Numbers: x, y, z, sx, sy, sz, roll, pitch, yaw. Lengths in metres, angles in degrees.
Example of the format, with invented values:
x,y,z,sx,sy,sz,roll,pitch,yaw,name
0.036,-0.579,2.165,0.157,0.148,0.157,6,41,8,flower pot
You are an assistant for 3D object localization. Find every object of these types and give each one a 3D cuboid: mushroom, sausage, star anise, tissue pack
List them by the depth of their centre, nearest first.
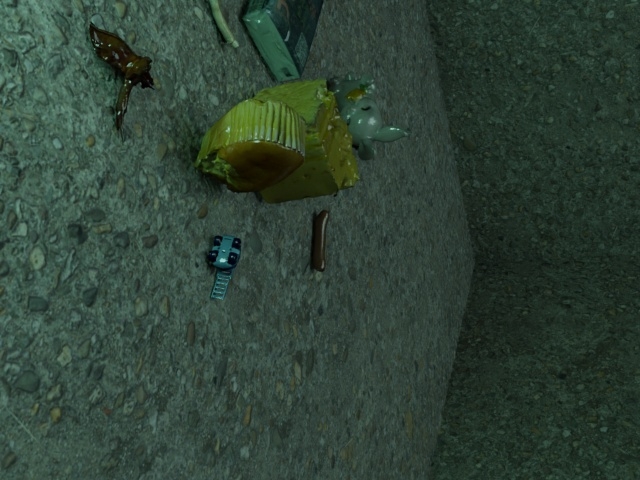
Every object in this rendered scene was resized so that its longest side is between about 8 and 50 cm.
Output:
x,y,z,sx,sy,sz,roll,pitch,yaw,name
-0.355,-0.277,1.230,0.140,0.144,0.158,45,4,20,star anise
-0.225,-0.527,1.570,0.061,0.060,0.187,-75,157,-53,mushroom
-0.090,-0.609,1.840,0.228,0.103,0.315,59,36,-48,tissue pack
0.000,0.000,2.019,0.043,0.043,0.186,38,52,-60,sausage

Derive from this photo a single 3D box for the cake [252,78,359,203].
x,y,z,sx,sy,sz,roll,pitch,yaw,name
-0.046,-0.219,1.714,0.222,0.228,0.286,-72,148,-44,cake

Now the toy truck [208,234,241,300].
x,y,z,sx,sy,sz,roll,pitch,yaw,name
-0.209,0.055,1.501,0.074,0.063,0.136,87,15,-57,toy truck

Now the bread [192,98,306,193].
x,y,z,sx,sy,sz,roll,pitch,yaw,name
-0.142,-0.189,1.453,0.179,0.250,0.133,21,62,-43,bread

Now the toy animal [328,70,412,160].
x,y,z,sx,sy,sz,roll,pitch,yaw,name
0.131,-0.387,2.168,0.325,0.209,0.154,51,-11,26,toy animal
